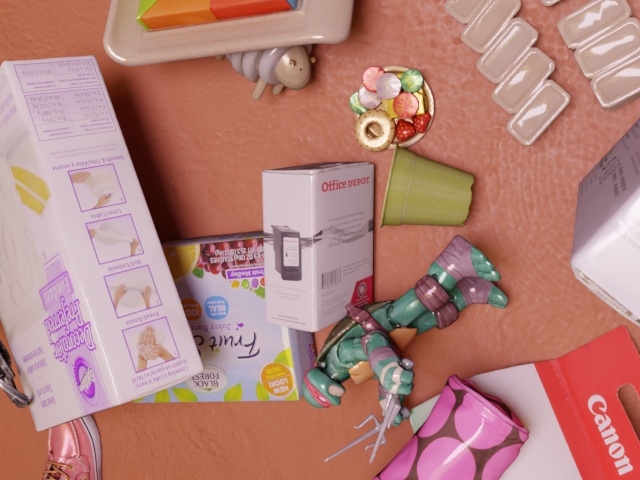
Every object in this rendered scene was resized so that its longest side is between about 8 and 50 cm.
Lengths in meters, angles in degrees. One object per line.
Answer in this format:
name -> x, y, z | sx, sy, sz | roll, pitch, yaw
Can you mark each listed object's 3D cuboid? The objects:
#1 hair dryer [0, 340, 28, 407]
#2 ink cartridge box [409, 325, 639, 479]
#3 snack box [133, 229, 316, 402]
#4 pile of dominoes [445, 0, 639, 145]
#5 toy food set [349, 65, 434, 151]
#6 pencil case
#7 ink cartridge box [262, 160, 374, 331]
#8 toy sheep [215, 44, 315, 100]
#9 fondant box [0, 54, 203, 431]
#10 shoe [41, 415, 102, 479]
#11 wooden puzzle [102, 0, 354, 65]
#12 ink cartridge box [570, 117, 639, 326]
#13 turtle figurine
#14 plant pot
hair dryer -> -0.424, 0.074, 0.886 | 0.293, 0.080, 0.224 | 9, 113, 56
ink cartridge box -> 0.202, 0.194, 0.706 | 0.224, 0.056, 0.181 | -36, 47, 25
snack box -> -0.117, 0.083, 0.845 | 0.207, 0.070, 0.175 | -5, 99, 23
pile of dominoes -> 0.211, -0.232, 0.691 | 0.195, 0.040, 0.251 | -29, 82, 23
toy food set -> 0.069, -0.130, 0.760 | 0.083, 0.020, 0.083 | -6, 99, 22
pencil case -> 0.091, 0.218, 0.696 | 0.095, 0.098, 0.209 | 37, 96, -12
ink cartridge box -> 0.000, 0.000, 0.761 | 0.063, 0.109, 0.151 | 7, 103, 34
toy sheep -> -0.057, -0.196, 0.761 | 0.132, 0.091, 0.091 | 45, 112, 13
fondant box -> -0.264, 0.013, 0.801 | 0.238, 0.096, 0.331 | -26, 83, 50
shoe -> -0.313, 0.289, 0.953 | 0.063, 0.081, 0.178 | -3, 100, 21
wooden puzzle -> -0.082, -0.275, 0.724 | 0.238, 0.044, 0.221 | 0, 72, 18
ink cartridge box -> 0.300, -0.118, 0.512 | 0.071, 0.324, 0.330 | 41, 112, 7
turtle figurine -> 0.064, 0.104, 0.715 | 0.234, 0.175, 0.118 | -43, 77, -2
plant pot -> 0.102, -0.045, 0.740 | 0.079, 0.083, 0.083 | 12, 105, 6
